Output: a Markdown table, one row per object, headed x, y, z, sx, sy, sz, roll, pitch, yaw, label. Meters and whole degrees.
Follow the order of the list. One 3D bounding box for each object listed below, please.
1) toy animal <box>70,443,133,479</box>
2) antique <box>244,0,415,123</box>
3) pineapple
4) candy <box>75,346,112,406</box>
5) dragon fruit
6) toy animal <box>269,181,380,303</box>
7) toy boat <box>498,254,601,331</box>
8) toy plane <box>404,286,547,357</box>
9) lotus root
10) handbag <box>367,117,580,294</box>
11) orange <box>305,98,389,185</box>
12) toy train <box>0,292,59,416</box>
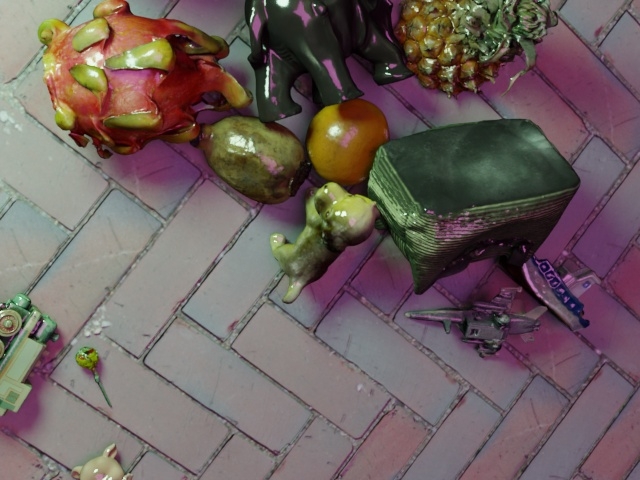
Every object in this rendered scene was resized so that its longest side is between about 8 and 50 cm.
| x | y | z | sx | sy | sz | roll | pitch | yaw | label |
| --- | --- | --- | --- | --- | --- | --- | --- | --- | --- |
| -0.371 | 0.436 | 1.489 | 0.083 | 0.089 | 0.150 | -21 | 100 | -34 | toy animal |
| 0.010 | -0.357 | 1.425 | 0.322 | 0.185 | 0.255 | -25 | 102 | -40 | antique |
| 0.287 | -0.376 | 1.471 | 0.262 | 0.271 | 0.262 | -2 | 98 | -17 | pineapple |
| -0.385 | 0.237 | 1.480 | 0.035 | 0.035 | 0.123 | -11 | 113 | 16 | candy |
| -0.283 | -0.255 | 1.358 | 0.307 | 0.243 | 0.227 | 11 | 68 | -54 | dragon fruit |
| 0.005 | -0.015 | 1.474 | 0.121 | 0.169 | 0.233 | 28 | 121 | -20 | toy animal |
| 0.451 | 0.066 | 1.661 | 0.262 | 0.114 | 0.115 | 41 | 96 | -14 | toy boat |
| 0.294 | 0.159 | 1.640 | 0.262 | 0.088 | 0.192 | -2 | 131 | -9 | toy plane |
| -0.118 | -0.146 | 1.457 | 0.214 | 0.138 | 0.138 | 27 | 89 | -12 | lotus root |
| 0.252 | -0.062 | 1.501 | 0.340 | 0.247 | 0.240 | -14 | 140 | -17 | handbag |
| 0.046 | -0.174 | 1.498 | 0.156 | 0.124 | 0.156 | -28 | 134 | -34 | orange |
| -0.513 | 0.186 | 1.410 | 0.125 | 0.081 | 0.194 | 35 | 84 | -29 | toy train |
